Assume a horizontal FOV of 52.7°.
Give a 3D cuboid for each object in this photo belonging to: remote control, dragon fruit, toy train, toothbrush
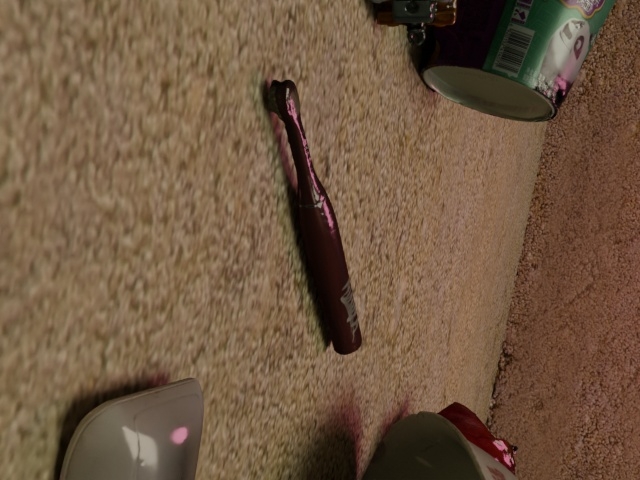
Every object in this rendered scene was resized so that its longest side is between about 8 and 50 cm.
[{"bbox_3d":[-0.131,0.250,0.429,0.109,0.055,0.312,3,98,-67],"label":"remote control"},{"bbox_3d":[0.224,0.414,1.124,0.315,0.250,0.250,-3,104,-51],"label":"dragon fruit"},{"bbox_3d":[0.101,-0.319,0.674,0.127,0.089,0.219,-67,156,-50],"label":"toy train"},{"bbox_3d":[0.001,0.000,0.644,0.363,0.041,0.040,76,34,-45],"label":"toothbrush"}]

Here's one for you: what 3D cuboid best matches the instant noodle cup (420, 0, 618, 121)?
[{"bbox_3d":[0.258,-0.283,0.877,0.251,0.251,0.190,20,90,-67],"label":"instant noodle cup"}]

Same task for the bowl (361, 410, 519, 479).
[{"bbox_3d":[0.190,0.448,0.807,0.435,0.196,0.434,-167,-90,-75],"label":"bowl"}]
